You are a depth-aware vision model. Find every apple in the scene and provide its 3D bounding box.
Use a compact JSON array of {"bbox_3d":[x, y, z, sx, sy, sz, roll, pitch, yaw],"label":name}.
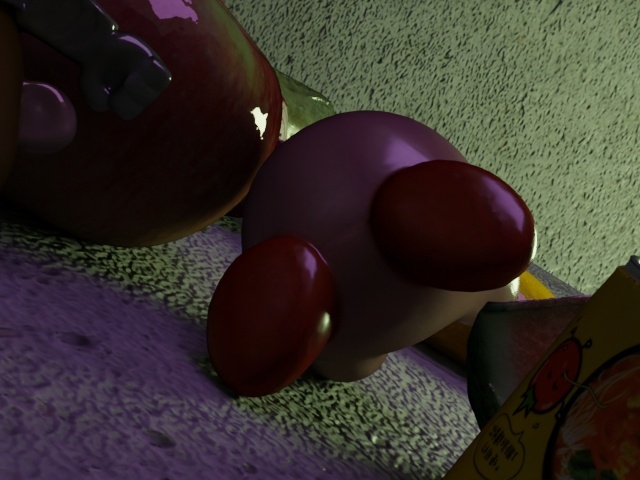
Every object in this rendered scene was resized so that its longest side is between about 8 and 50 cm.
[{"bbox_3d":[-0.195,-0.136,1.156,0.345,0.269,0.345,50,4,-4],"label":"apple"}]

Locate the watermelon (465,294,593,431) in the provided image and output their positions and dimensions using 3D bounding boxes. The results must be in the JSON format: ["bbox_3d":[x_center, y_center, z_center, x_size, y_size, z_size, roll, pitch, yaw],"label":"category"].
[{"bbox_3d":[0.276,0.209,1.009,0.292,0.319,0.222,-7,48,-2],"label":"watermelon"}]

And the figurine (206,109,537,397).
[{"bbox_3d":[0.037,-0.007,1.060,0.211,0.269,0.261,67,11,13],"label":"figurine"}]

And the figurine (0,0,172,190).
[{"bbox_3d":[-0.287,-0.155,0.910,0.342,0.285,0.167,-1,-4,6],"label":"figurine"}]

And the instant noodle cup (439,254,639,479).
[{"bbox_3d":[0.222,0.179,0.750,0.325,0.254,0.325,30,10,-6],"label":"instant noodle cup"}]

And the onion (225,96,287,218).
[{"bbox_3d":[-0.108,-0.126,1.567,0.135,0.173,0.198,12,24,0],"label":"onion"}]

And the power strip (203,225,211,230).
[{"bbox_3d":[-0.218,-0.080,1.436,0.227,0.029,0.080,31,9,2],"label":"power strip"}]

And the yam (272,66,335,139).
[{"bbox_3d":[-0.140,-0.177,1.721,0.300,0.195,0.195,24,11,-40],"label":"yam"}]

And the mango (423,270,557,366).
[{"bbox_3d":[0.197,0.087,1.527,0.359,0.144,0.187,39,23,13],"label":"mango"}]
